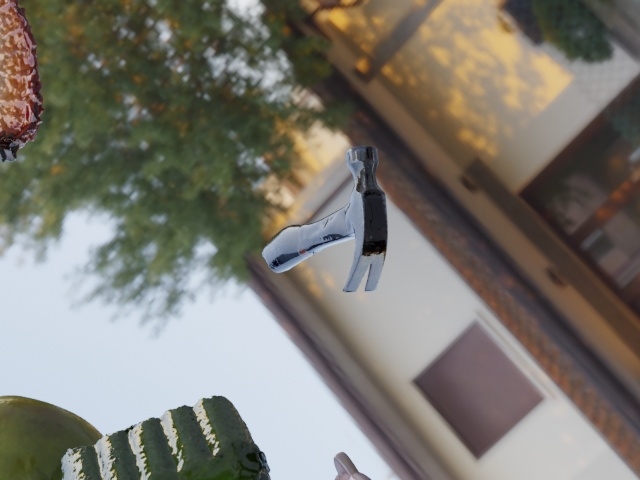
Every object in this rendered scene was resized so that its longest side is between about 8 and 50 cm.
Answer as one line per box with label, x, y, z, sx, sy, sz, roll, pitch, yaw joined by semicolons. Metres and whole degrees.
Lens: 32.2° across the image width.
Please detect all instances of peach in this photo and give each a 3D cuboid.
peach;-0.464;0.388;1.715;0.314;0.281;0.315;-4;-154;-44

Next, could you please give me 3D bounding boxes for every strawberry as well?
strawberry;-0.358;-0.188;1.215;0.167;0.208;0.087;17;178;14

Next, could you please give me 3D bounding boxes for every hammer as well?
hammer;0.000;0.000;1.196;0.037;0.290;0.137;-2;-100;-22

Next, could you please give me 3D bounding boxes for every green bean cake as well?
green bean cake;-0.176;0.350;1.383;0.156;0.247;0.250;-127;20;-58

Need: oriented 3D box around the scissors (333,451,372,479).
scissors;0.105;0.380;1.237;0.024;0.160;0.317;-27;-114;-31
